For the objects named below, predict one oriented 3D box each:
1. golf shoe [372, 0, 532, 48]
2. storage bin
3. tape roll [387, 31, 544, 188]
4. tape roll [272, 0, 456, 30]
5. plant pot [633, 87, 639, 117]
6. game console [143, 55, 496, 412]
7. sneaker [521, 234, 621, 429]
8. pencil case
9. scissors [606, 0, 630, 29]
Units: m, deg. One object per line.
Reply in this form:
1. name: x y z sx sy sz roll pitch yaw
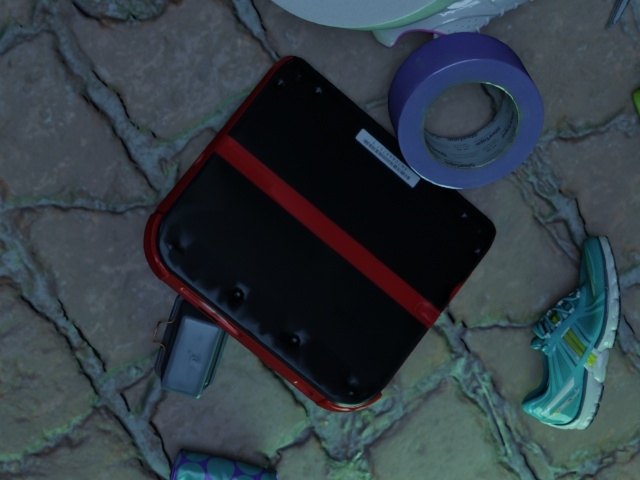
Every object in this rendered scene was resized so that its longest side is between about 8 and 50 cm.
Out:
1. golf shoe: 0.200 -0.320 1.542 0.306 0.115 0.140 -2 111 4
2. storage bin: -0.177 0.143 1.607 0.098 0.091 0.135 18 98 -6
3. tape roll: 0.185 -0.166 1.539 0.189 0.080 0.189 -4 125 -6
4. tape roll: 0.056 -0.449 1.437 0.392 0.072 0.392 3 96 24
5. plant pot: 0.567 -0.133 1.534 0.207 0.227 0.228 -26 100 -5
6. game console: 0.000 0.000 1.578 0.386 0.060 0.342 40 77 -10
7. sneaker: 0.343 0.125 1.630 0.110 0.107 0.275 11 100 5
8. pencil case: -0.134 0.337 1.659 0.151 0.064 0.070 15 75 -5
9. scissors: 0.445 -0.422 1.574 0.109 0.021 0.297 41 97 -12
